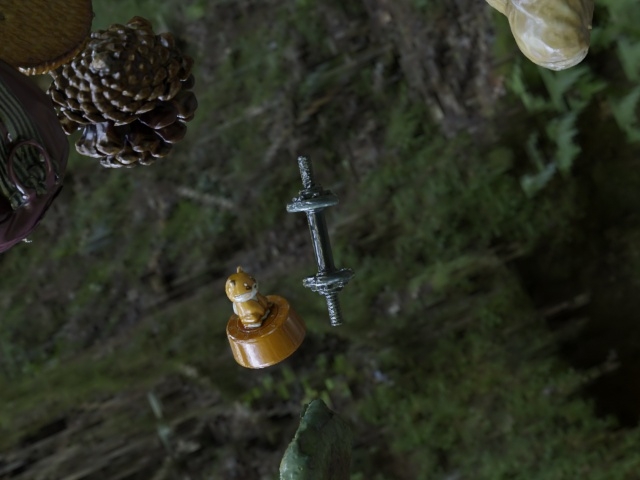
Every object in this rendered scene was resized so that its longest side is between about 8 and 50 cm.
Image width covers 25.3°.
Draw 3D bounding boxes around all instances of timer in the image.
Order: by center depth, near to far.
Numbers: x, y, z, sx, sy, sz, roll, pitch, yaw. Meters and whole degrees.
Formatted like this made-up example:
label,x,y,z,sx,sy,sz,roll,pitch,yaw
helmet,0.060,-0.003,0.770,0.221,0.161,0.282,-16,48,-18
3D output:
label,x,y,z,sx,sy,sz,roll,pitch,yaw
timer,-0.111,0.113,2.343,0.132,0.132,0.152,-114,-1,-58

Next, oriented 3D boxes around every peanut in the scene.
label,x,y,z,sx,sy,sz,roll,pitch,yaw
peanut,0.194,-0.238,1.309,0.193,0.089,0.089,61,178,30

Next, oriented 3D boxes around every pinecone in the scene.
label,x,y,z,sx,sy,sz,roll,pitch,yaw
pinecone,-0.330,-0.239,2.392,0.264,0.264,0.264,-24,-90,-90

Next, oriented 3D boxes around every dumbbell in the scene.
label,x,y,z,sx,sy,sz,roll,pitch,yaw
dumbbell,0.000,0.000,2.090,0.081,0.081,0.254,-110,10,-87

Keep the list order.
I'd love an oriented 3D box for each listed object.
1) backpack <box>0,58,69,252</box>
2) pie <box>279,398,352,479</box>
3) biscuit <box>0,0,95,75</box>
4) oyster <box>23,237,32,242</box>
label,x,y,z,sx,sy,sz,roll,pitch,yaw
backpack,-0.426,-0.126,1.564,0.317,0.197,0.283,39,-134,-10
pie,-0.005,0.335,1.663,0.302,0.066,0.303,0,-90,-78
biscuit,-0.462,-0.344,1.985,0.038,0.305,0.305,-50,55,44
oyster,-0.463,-0.014,2.158,0.054,0.019,0.083,50,171,-19
